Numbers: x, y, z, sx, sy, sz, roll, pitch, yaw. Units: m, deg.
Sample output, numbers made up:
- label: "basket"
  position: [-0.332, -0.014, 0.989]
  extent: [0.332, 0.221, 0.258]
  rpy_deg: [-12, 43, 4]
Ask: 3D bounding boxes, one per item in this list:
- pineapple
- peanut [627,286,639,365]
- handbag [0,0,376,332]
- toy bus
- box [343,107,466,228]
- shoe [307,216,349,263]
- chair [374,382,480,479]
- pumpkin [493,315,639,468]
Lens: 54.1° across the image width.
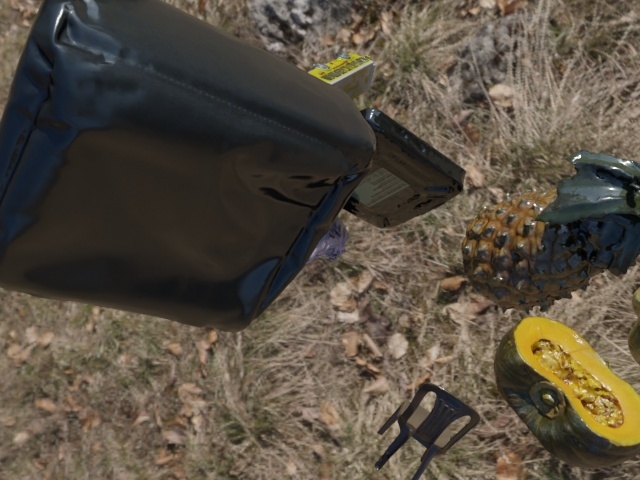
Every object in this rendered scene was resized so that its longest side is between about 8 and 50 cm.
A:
- label: "pineapple"
  position: [0.320, -0.024, 0.702]
  extent: [0.364, 0.165, 0.166]
  rpy_deg: [-33, 56, 56]
- label: "peanut"
  position: [0.706, 0.181, 1.325]
  extent: [0.098, 0.103, 0.230]
  rpy_deg: [2, 119, 25]
- label: "handbag"
  position: [-0.141, -0.065, 0.582]
  extent: [0.275, 0.301, 0.178]
  rpy_deg: [-52, 39, 30]
- label: "toy bus"
  position: [0.031, -0.311, 1.224]
  extent: [0.074, 0.226, 0.081]
  rpy_deg: [23, 122, 16]
- label: "box"
  position: [0.119, -0.139, 1.330]
  extent: [0.290, 0.288, 0.073]
  rpy_deg: [-27, 41, 51]
- label: "shoe"
  position: [0.000, 0.000, 1.398]
  extent: [0.095, 0.137, 0.245]
  rpy_deg: [-37, 17, 27]
- label: "chair"
  position: [0.292, 0.503, 1.718]
  extent: [0.175, 0.183, 0.327]
  rpy_deg: [35, 112, 5]
- label: "pumpkin"
  position: [0.498, 0.294, 1.235]
  extent: [0.317, 0.221, 0.139]
  rpy_deg: [49, 137, 39]
